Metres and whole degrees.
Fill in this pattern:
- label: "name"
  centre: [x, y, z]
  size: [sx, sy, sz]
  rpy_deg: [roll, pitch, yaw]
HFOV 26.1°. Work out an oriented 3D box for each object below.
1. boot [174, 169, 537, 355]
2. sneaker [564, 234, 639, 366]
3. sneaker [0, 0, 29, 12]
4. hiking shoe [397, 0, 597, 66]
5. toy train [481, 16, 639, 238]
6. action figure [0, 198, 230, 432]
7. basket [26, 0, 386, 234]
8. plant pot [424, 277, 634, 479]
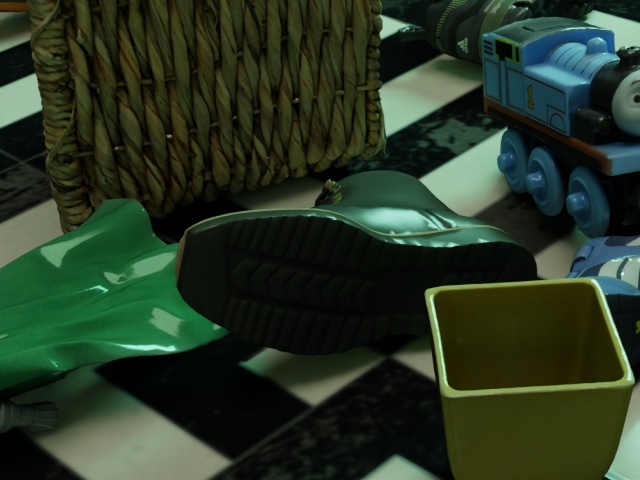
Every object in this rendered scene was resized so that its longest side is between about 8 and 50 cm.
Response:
- label: "boot"
  centre: [0.000, 0.000, 0.756]
  size: [0.198, 0.076, 0.137]
  rpy_deg: [7, 21, -28]
- label: "sneaker"
  centre: [0.149, 0.032, 0.721]
  size: [0.144, 0.053, 0.059]
  rpy_deg: [-18, 32, -34]
- label: "sneaker"
  centre: [-0.135, -0.255, 1.132]
  size: [0.321, 0.124, 0.180]
  rpy_deg: [-30, 40, -35]
- label: "hiking shoe"
  centre: [0.147, -0.206, 1.062]
  size: [0.114, 0.086, 0.227]
  rpy_deg: [16, 38, 23]
- label: "toy train"
  centre: [0.155, -0.070, 0.809]
  size: [0.080, 0.105, 0.184]
  rpy_deg: [-12, 20, -13]
- label: "action figure"
  centre: [-0.162, 0.058, 0.696]
  size: [0.232, 0.063, 0.137]
  rpy_deg: [-25, 40, -36]
- label: "basket"
  centre: [-0.102, -0.188, 0.858]
  size: [0.223, 0.299, 0.213]
  rpy_deg: [-17, 34, -20]
- label: "plant pot"
  centre: [0.091, 0.075, 0.625]
  size: [0.081, 0.083, 0.081]
  rpy_deg: [-4, 31, 0]
